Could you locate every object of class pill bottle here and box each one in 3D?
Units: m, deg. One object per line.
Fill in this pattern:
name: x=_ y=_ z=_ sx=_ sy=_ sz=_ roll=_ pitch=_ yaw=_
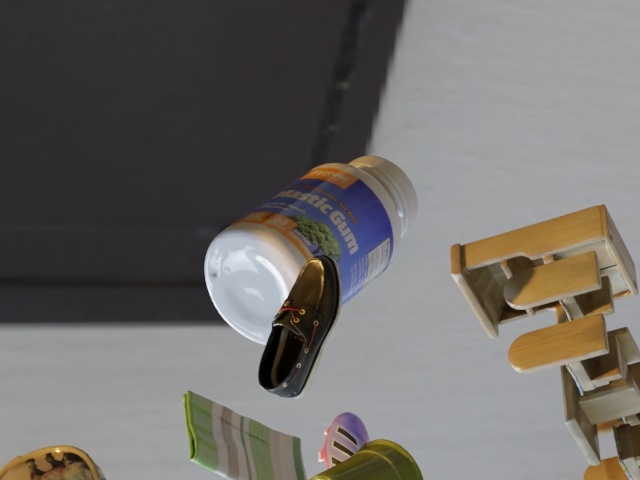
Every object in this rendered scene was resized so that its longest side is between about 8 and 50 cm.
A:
pill bottle: x=0.000 y=0.000 z=2.119 sx=0.152 sy=0.272 sz=0.152 roll=17 pitch=124 yaw=28

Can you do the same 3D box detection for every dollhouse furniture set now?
dollhouse furniture set: x=0.222 y=0.103 z=1.745 sx=0.161 sy=0.212 sz=0.242 roll=-17 pitch=43 yaw=19

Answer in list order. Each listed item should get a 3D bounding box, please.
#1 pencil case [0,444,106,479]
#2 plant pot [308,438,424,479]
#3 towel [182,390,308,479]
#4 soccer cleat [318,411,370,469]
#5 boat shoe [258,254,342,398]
pencil case: x=-0.200 y=0.403 z=1.710 sx=0.183 sy=0.160 sz=0.410 roll=-114 pitch=1 yaw=-67
plant pot: x=0.028 y=0.206 z=1.451 sx=0.083 sy=0.079 sz=0.083 roll=5 pitch=97 yaw=41
towel: x=-0.077 y=0.223 z=1.942 sx=0.023 sy=0.152 sz=0.113 roll=-50 pitch=29 yaw=22
soccer cleat: x=0.051 y=0.312 z=2.250 sx=0.095 sy=0.083 sz=0.248 roll=-24 pitch=38 yaw=27
boat shoe: x=-0.018 y=0.075 z=1.612 sx=0.049 sy=0.042 sz=0.133 roll=18 pitch=90 yaw=40
